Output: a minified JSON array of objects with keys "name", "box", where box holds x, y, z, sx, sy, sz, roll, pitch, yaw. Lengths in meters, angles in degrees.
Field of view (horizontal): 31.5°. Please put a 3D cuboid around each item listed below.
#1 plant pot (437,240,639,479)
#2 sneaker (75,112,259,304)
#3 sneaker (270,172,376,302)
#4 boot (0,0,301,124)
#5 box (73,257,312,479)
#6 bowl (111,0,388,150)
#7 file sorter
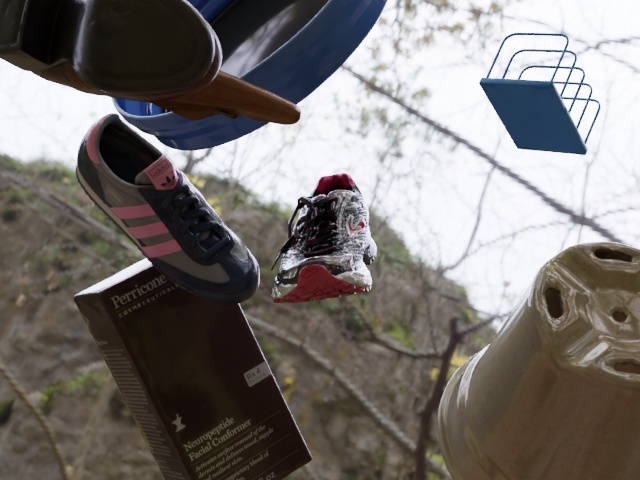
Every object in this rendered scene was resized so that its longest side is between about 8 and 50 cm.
[{"name":"plant pot","box":[0.340,0.179,1.454,0.334,0.334,0.305,18,-40,7]},{"name":"sneaker","box":[-0.206,-0.043,1.535,0.319,0.112,0.131,39,-32,6]},{"name":"sneaker","box":[0.000,0.000,1.388,0.121,0.299,0.112,-7,-75,7]},{"name":"boot","box":[-0.114,-0.134,0.988,0.264,0.096,0.280,5,-9,38]},{"name":"box","box":[-0.186,0.206,1.689,0.143,0.191,0.381,-14,-76,62]},{"name":"bowl","box":[-0.079,-0.266,1.361,0.391,0.391,0.077,-12,-46,37]},{"name":"file sorter","box":[0.338,-0.223,1.720,0.118,0.104,0.170,9,-26,37]}]
